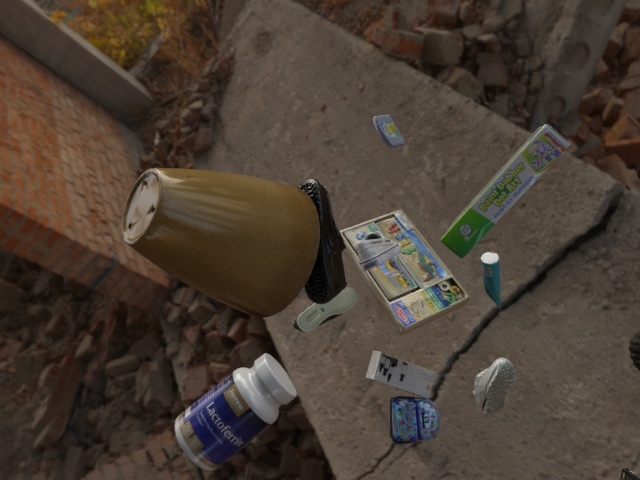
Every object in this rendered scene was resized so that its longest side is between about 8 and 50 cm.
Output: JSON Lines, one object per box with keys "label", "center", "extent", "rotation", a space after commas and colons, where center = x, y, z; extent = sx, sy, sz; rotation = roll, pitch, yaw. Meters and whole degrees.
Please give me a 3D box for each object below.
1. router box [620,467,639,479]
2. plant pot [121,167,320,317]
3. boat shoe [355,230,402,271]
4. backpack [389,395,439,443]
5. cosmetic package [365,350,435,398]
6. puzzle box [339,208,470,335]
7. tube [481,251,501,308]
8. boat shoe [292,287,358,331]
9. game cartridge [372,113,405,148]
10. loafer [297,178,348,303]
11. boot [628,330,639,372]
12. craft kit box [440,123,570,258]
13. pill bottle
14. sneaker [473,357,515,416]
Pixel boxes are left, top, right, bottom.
{"label": "router box", "center": [0.821, 0.673, 1.403], "extent": [0.038, 0.092, 0.123], "rotation": [11, 87, 1]}
{"label": "plant pot", "center": [-0.174, -0.016, 0.863], "extent": [0.237, 0.254, 0.237], "rotation": [-22, 59, 41]}
{"label": "boat shoe", "center": [0.155, 0.016, 1.447], "extent": [0.095, 0.258, 0.084], "rotation": [-26, 89, 15]}
{"label": "backpack", "center": [0.327, 0.614, 1.839], "extent": [0.173, 0.117, 0.158], "rotation": [2, 74, 2]}
{"label": "cosmetic package", "center": [0.280, 0.467, 1.863], "extent": [0.060, 0.239, 0.099], "rotation": [-11, 58, 65]}
{"label": "puzzle box", "center": [0.265, 0.090, 1.778], "extent": [0.272, 0.052, 0.409], "rotation": [-21, 59, -23]}
{"label": "tube", "center": [0.535, 0.125, 1.678], "extent": [0.052, 0.207, 0.080], "rotation": [-22, 41, -3]}
{"label": "boat shoe", "center": [0.015, 0.220, 1.730], "extent": [0.233, 0.084, 0.079], "rotation": [-27, -7, -24]}
{"label": "game cartridge", "center": [0.155, -0.250, 1.227], "extent": [0.017, 0.056, 0.083], "rotation": [-40, 75, 52]}
{"label": "loafer", "center": [0.000, 0.000, 0.958], "extent": [0.080, 0.078, 0.220], "rotation": [-6, 90, 41]}
{"label": "boot", "center": [0.757, 0.280, 1.025], "extent": [0.131, 0.260, 0.348], "rotation": [-28, 56, 3]}
{"label": "craft kit box", "center": [0.332, -0.096, 0.973], "extent": [0.061, 0.246, 0.250], "rotation": [43, 112, 11]}
{"label": "pill bottle", "center": [-0.194, 0.395, 1.255], "extent": [0.264, 0.153, 0.153], "rotation": [-39, 44, 0]}
{"label": "sneaker", "center": [0.487, 0.408, 1.546], "extent": [0.090, 0.235, 0.095], "rotation": [-11, 41, -15]}
